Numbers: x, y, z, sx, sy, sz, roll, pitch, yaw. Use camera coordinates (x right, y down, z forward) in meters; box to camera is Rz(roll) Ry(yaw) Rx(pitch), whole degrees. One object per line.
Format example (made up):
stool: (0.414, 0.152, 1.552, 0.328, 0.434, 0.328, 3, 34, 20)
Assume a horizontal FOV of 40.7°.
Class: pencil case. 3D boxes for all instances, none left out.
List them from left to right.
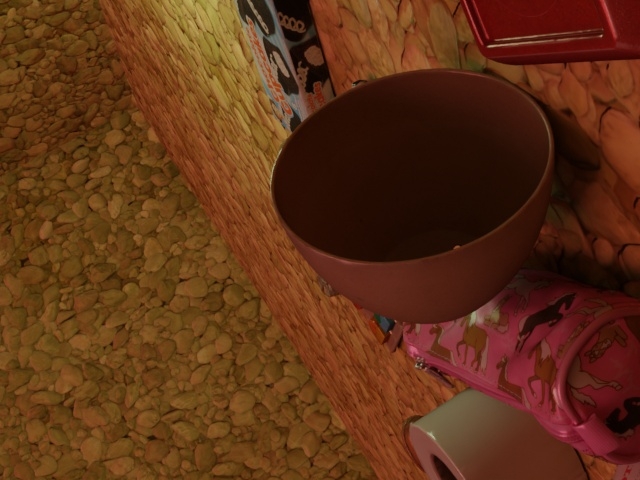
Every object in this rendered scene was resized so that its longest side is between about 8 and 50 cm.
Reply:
pencil case: (0.234, 0.116, 0.965, 0.386, 0.160, 0.167, -167, 86, -70)

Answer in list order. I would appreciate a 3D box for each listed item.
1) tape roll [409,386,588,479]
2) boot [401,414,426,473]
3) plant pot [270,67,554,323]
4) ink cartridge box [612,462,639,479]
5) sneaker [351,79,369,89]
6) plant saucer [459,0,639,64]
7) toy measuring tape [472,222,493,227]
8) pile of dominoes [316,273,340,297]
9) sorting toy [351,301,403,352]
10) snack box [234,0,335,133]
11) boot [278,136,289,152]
tape roll: (0.276, 0.350, 1.361, 0.246, 0.169, 0.246, 54, 166, 21)
boot: (0.279, 0.455, 1.719, 0.283, 0.109, 0.220, 54, 168, 14)
plant pot: (0.110, -0.021, 0.920, 0.284, 0.284, 0.191, 47, 165, 44)
ink cartridge box: (0.366, 0.299, 0.757, 0.168, 0.171, 0.233, 26, 167, -4)
sneaker: (0.078, -0.135, 1.238, 0.191, 0.083, 0.071, 65, 168, -17)
plant saucer: (0.164, -0.256, 0.709, 0.259, 0.047, 0.258, 63, 167, -18)
toy measuring tape: (0.143, -0.087, 1.098, 0.330, 0.121, 0.121, 14, 136, 50)
pile of dominoes: (0.000, 0.000, 1.931, 0.196, 0.040, 0.251, -170, 65, -82)
sorting toy: (0.108, 0.136, 1.833, 0.193, 0.038, 0.208, 55, 167, 19)
snack box: (-0.057, -0.305, 1.425, 0.187, 0.060, 0.322, 47, 162, 46)
boot: (0.048, -0.068, 1.491, 0.236, 0.089, 0.269, 39, -169, -24)
